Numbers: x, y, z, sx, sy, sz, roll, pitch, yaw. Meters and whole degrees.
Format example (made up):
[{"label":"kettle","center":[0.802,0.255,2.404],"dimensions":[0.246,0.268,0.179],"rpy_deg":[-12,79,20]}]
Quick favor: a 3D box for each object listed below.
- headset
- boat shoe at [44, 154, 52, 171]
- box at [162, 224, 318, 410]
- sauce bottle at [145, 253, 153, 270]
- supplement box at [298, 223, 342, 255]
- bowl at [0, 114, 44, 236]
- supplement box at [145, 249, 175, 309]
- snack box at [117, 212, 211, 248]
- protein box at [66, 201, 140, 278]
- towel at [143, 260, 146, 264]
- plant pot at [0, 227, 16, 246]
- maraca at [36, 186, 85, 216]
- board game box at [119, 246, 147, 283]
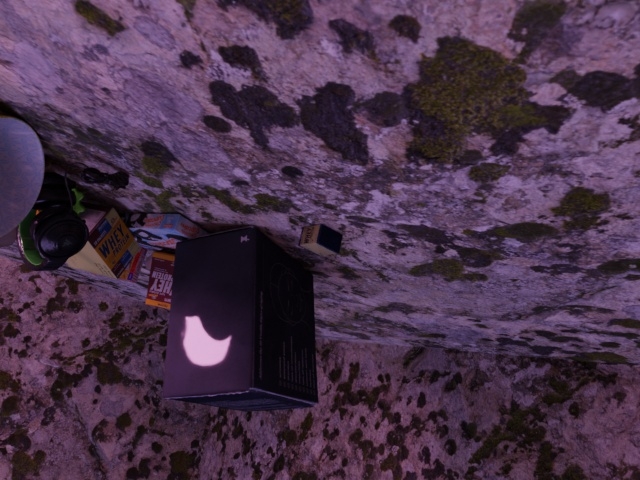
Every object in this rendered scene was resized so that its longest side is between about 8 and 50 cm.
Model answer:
[{"label":"headset","center":[-0.682,-0.075,1.313],"dimensions":[0.394,0.243,0.185],"rpy_deg":[-34,160,33]},{"label":"boat shoe","center":[-0.775,-0.206,1.285],"dimensions":[0.135,0.050,0.045],"rpy_deg":[14,156,-3]},{"label":"box","center":[-0.228,0.278,1.577],"dimensions":[0.297,0.480,0.472],"rpy_deg":[-10,154,16]},{"label":"sauce bottle","center":[-0.610,0.149,2.117],"dimensions":[0.111,0.111,0.344],"rpy_deg":[3,157,27]},{"label":"supplement box","center":[0.000,0.000,1.352],"dimensions":[0.083,0.056,0.083],"rpy_deg":[28,156,-37]},{"label":"bowl","center":[-0.782,-0.156,1.091],"dimensions":[0.156,0.290,0.289],"rpy_deg":[19,162,6]},{"label":"supplement box","center":[-0.516,0.131,1.768],"dimensions":[0.129,0.191,0.194],"rpy_deg":[12,-172,4]},{"label":"snack box","center":[-0.530,-0.026,1.625],"dimensions":[0.321,0.060,0.187],"rpy_deg":[2,159,29]},{"label":"protein box","center":[-0.725,-0.006,1.551],"dimensions":[0.201,0.136,0.200],"rpy_deg":[11,143,20]},{"label":"towel","center":[-0.796,0.115,2.290],"dimensions":[0.060,0.009,0.083],"rpy_deg":[10,161,10]},{"label":"plant pot","center":[-1.112,-0.088,1.522],"dimensions":[0.323,0.323,0.280],"rpy_deg":[-3,171,39]},{"label":"maraca","center":[-0.787,-0.120,1.454],"dimensions":[0.185,0.127,0.099],"rpy_deg":[5,-159,6]},{"label":"board game box","center":[-0.829,0.086,2.017],"dimensions":[0.193,0.147,0.045],"rpy_deg":[9,161,11]}]
